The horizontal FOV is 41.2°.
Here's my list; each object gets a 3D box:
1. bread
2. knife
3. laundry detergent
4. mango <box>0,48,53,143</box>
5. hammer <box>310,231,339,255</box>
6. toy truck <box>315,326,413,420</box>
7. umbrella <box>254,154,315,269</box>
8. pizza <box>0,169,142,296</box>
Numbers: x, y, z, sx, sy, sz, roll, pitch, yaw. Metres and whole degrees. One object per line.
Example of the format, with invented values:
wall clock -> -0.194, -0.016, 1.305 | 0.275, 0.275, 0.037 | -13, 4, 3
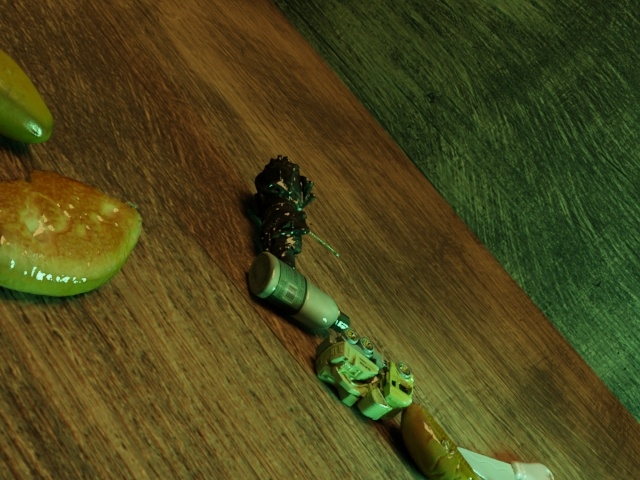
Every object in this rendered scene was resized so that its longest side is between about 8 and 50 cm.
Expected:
bread -> 0.202, 0.378, 1.519 | 0.189, 0.077, 0.114 | 54, 0, 7
knife -> 0.387, 0.489, 1.779 | 0.336, 0.043, 0.081 | 22, 38, -39
laundry detergent -> -0.031, 0.109, 1.579 | 0.225, 0.070, 0.099 | 34, 21, -32
mango -> -0.477, -0.214, 1.243 | 0.195, 0.098, 0.137 | 47, 14, -21
hammer -> 0.000, 0.000, 1.975 | 0.123, 0.014, 0.029 | 38, 28, -27
toy truck -> 0.077, 0.247, 1.505 | 0.191, 0.085, 0.116 | 36, 30, -21
umbrella -> -0.070, -0.054, 1.724 | 0.128, 0.154, 0.337 | 1, 28, -6
pizza -> -0.350, -0.012, 1.123 | 0.182, 0.074, 0.365 | 48, 18, 0
